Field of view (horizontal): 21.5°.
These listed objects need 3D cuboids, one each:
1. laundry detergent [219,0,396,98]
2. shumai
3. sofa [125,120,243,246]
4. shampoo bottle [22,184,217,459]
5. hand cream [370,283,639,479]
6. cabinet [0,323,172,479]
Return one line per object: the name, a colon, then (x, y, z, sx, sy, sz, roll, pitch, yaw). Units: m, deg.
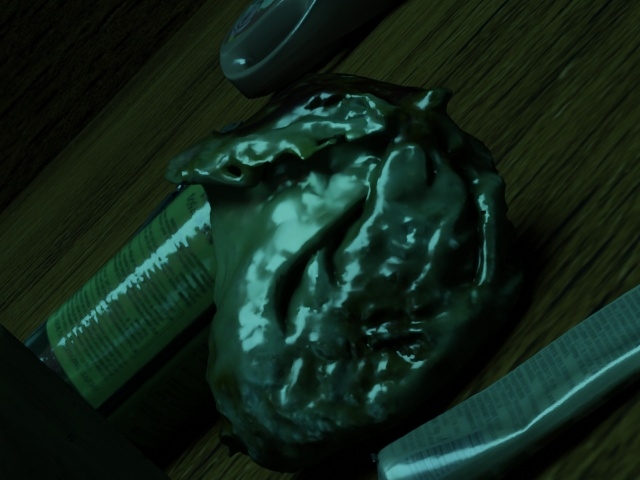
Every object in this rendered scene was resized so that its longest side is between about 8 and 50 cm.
laundry detergent: (-0.003, -0.203, 1.530, 0.171, 0.076, 0.237, -51, 17, -21)
shumai: (-0.003, 0.004, 0.756, 0.184, 0.142, 0.184, -42, 10, 9)
sofa: (-0.077, 0.000, 1.112, 0.060, 0.085, 0.147, -23, 25, 50)
shampoo bottle: (-0.105, 0.065, 0.964, 0.284, 0.101, 0.101, -43, 13, 12)
hand cream: (0.084, 0.053, 0.604, 0.165, 0.037, 0.057, -36, 14, 8)
cabinet: (-0.208, 0.178, 0.833, 0.174, 0.148, 0.215, -29, 20, 49)
